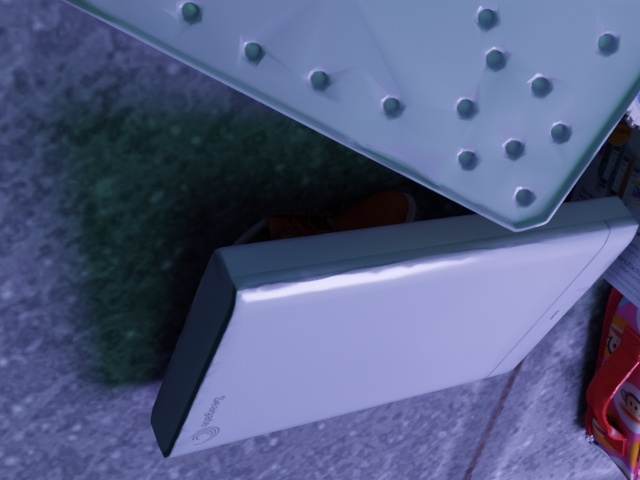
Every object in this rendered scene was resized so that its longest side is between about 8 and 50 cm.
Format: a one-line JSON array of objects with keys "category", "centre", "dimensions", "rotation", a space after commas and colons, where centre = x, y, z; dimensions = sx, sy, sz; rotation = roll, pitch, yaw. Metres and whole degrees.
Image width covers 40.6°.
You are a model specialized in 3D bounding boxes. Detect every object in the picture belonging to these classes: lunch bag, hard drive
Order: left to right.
[{"category": "hard drive", "centre": [0.059, 0.068, 0.691], "dimensions": [0.353, 0.047, 0.233], "rotation": [-7, 145, -29]}, {"category": "lunch bag", "centre": [0.398, 0.136, 0.931], "dimensions": [0.258, 0.120, 0.293], "rotation": [-17, 130, -16]}]

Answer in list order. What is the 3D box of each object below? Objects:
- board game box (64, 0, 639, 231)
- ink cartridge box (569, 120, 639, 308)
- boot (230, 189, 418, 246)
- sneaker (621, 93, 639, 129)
[{"category": "board game box", "centre": [0.047, -0.248, 0.415], "dimensions": [0.390, 0.050, 0.390], "rotation": [26, 110, -13]}, {"category": "ink cartridge box", "centre": [0.311, -0.049, 0.734], "dimensions": [0.127, 0.128, 0.176], "rotation": [-3, 123, -25]}, {"category": "boot", "centre": [0.000, 0.000, 0.666], "dimensions": [0.158, 0.059, 0.084], "rotation": [-35, 127, 1]}, {"category": "sneaker", "centre": [0.196, -0.211, 0.565], "dimensions": [0.147, 0.129, 0.330], "rotation": [-33, 132, 1]}]
